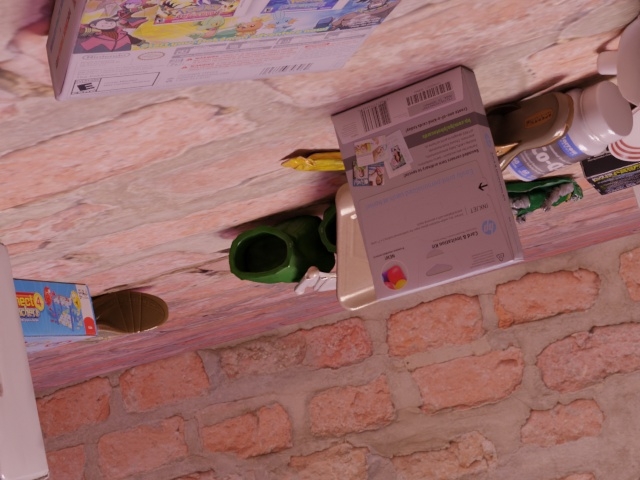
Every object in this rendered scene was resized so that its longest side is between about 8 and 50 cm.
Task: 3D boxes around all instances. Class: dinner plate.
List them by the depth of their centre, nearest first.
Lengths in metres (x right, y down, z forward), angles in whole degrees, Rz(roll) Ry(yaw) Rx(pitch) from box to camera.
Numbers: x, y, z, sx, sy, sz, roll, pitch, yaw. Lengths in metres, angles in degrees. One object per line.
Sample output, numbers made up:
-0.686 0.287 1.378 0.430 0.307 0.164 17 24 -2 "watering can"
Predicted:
0.431 -0.149 1.311 0.141 0.017 0.141 -10 150 -6 "dinner plate"

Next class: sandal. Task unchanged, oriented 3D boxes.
0.195 -0.116 1.125 0.049 0.072 0.180 12 156 -34 "sandal"

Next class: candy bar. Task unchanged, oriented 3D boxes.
0.029 -0.091 1.176 0.161 0.018 0.040 -7 173 -39 "candy bar"

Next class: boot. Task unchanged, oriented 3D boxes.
-0.379 0.144 1.872 0.213 0.077 0.165 -7 170 -7 "boot"

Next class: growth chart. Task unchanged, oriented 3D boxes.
0.075 0.045 1.474 0.237 0.021 0.172 -8 168 -20 "growth chart"

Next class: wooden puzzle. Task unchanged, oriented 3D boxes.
0.118 -0.023 1.318 0.220 0.044 0.239 -20 144 -13 "wooden puzzle"

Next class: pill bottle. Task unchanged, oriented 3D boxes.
0.270 -0.122 1.145 0.078 0.078 0.137 -6 168 -42 "pill bottle"

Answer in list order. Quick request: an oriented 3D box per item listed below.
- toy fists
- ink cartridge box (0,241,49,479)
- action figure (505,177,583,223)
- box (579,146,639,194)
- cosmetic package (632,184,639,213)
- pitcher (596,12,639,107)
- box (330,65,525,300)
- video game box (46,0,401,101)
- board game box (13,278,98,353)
0.009 -0.002 1.472 0.279 0.096 0.142 -18 164 23 "toy fists"
-0.526 0.171 1.122 0.394 0.286 0.166 -13 173 3 "ink cartridge box"
0.342 -0.066 1.695 0.232 0.064 0.137 -13 169 -29 "action figure"
0.510 -0.139 1.465 0.270 0.060 0.216 -17 170 20 "box"
0.750 -0.094 1.811 0.365 0.155 0.197 -19 172 25 "cosmetic package"
0.370 -0.166 0.945 0.207 0.126 0.178 -3 -168 -2 "pitcher"
0.099 -0.051 0.979 0.145 0.186 0.038 -19 170 29 "box"
-0.052 -0.144 0.617 0.205 0.048 0.187 -10 173 -22 "video game box"
-0.544 0.138 1.547 0.308 0.086 0.302 -16 171 14 "board game box"
